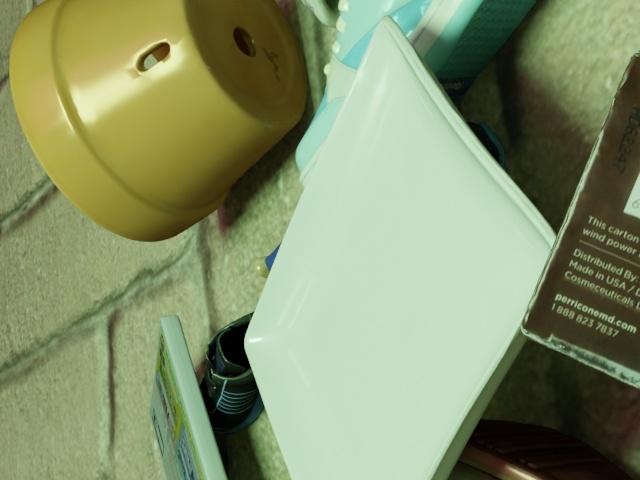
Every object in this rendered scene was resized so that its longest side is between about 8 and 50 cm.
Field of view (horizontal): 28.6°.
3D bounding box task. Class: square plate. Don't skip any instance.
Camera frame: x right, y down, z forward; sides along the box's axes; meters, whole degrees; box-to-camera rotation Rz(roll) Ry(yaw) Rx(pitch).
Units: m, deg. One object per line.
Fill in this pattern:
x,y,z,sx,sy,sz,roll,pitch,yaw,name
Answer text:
0.052,0.053,0.969,0.347,0.049,0.344,-66,29,27,square plate

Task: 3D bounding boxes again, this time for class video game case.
-0.146,0.221,1.363,0.193,0.023,0.212,104,152,-48,video game case

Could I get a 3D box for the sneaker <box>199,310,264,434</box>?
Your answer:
-0.089,0.133,1.305,0.232,0.090,0.081,-45,49,40,sneaker

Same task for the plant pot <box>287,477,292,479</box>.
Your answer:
-0.100,0.342,1.128,0.276,0.253,0.276,-18,68,53,plant pot

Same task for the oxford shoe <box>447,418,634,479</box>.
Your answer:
0.166,0.214,0.902,0.348,0.123,0.130,18,102,56,oxford shoe

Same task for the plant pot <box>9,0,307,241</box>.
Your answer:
-0.152,-0.170,1.331,0.203,0.291,0.291,-26,60,31,plant pot

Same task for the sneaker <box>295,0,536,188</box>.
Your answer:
0.046,-0.206,1.121,0.208,0.127,0.319,50,116,20,sneaker

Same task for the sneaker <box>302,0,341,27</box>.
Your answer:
0.067,-0.331,1.207,0.305,0.114,0.152,-46,61,45,sneaker

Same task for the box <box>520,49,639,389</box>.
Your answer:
0.240,-0.004,0.727,0.168,0.203,0.167,24,104,18,box

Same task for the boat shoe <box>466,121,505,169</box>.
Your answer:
0.063,-0.004,1.125,0.109,0.089,0.258,49,122,48,boat shoe

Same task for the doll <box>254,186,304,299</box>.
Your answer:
0.000,0.000,1.251,0.189,0.046,0.129,-36,55,45,doll
